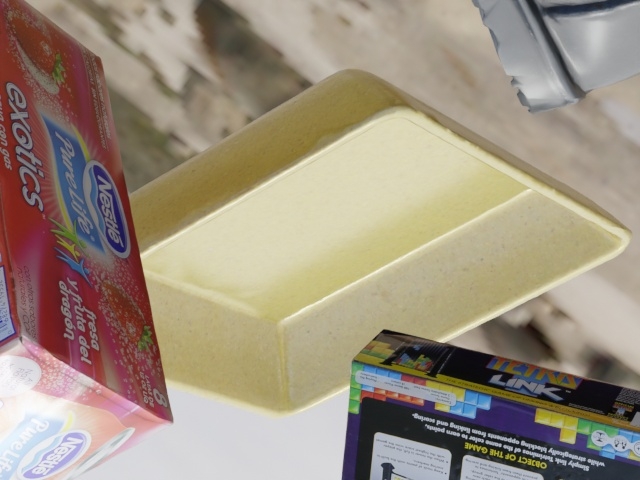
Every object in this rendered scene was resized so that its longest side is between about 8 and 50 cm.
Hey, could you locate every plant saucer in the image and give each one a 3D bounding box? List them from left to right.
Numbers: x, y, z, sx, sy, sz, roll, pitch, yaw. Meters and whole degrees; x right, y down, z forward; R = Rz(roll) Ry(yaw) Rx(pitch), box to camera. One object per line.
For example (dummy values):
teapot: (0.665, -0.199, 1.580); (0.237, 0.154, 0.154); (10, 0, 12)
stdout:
plant saucer: (0.000, 0.000, 1.332); (0.333, 0.333, 0.081); (23, -135, -53)

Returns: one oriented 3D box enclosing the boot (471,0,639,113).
boot: (0.274, -0.275, 1.091); (0.367, 0.445, 0.146); (55, -152, -44)

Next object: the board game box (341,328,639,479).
board game box: (0.095, 0.132, 0.945); (0.170, 0.141, 0.048); (14, -156, 19)

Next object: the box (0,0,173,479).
box: (-0.177, -0.002, 0.976); (0.123, 0.128, 0.256); (38, -152, -48)
